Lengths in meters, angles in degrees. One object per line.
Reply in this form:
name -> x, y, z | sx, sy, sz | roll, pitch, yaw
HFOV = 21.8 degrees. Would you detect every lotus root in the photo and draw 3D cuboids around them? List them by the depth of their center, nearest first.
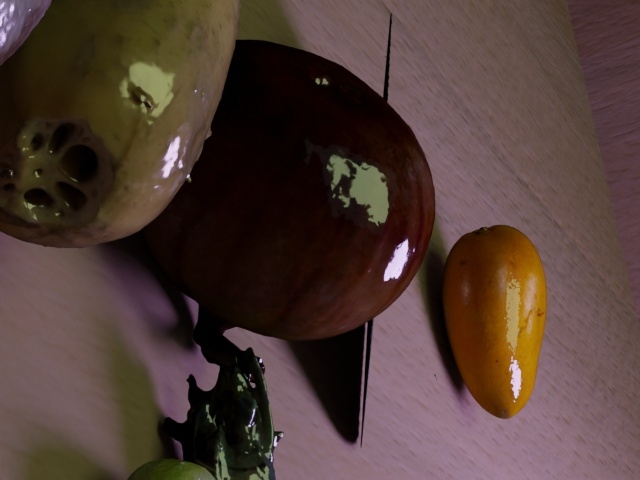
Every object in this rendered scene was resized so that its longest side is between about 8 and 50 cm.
lotus root -> -0.128, -0.128, 1.016 | 0.151, 0.169, 0.342 | 44, 32, -24

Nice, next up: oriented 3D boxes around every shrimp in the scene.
shrimp -> -0.033, 0.227, 1.139 | 0.178, 0.075, 0.289 | 44, 32, -68

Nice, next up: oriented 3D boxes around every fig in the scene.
fig -> -0.036, -0.034, 1.176 | 0.235, 0.214, 0.235 | 26, 45, -29

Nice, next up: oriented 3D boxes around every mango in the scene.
mango -> 0.194, 0.088, 1.816 | 0.145, 0.112, 0.219 | 45, 37, -58

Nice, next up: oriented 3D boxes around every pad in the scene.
pad -> 0.079, -0.038, 1.479 | 0.375, 0.063, 0.315 | -86, 178, -47

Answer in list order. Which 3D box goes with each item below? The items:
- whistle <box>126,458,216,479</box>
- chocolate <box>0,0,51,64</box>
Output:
whistle -> -0.114, 0.196, 0.973 | 0.198, 0.057, 0.104 | -28, 116, -63
chocolate -> -0.208, -0.150, 0.848 | 0.303, 0.185, 0.100 | -74, 166, -53
